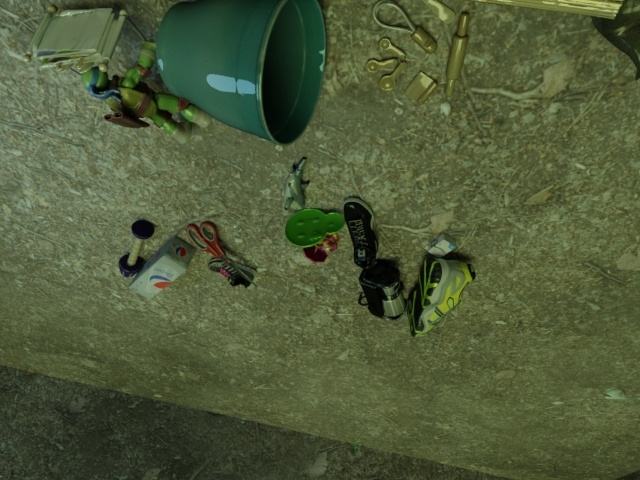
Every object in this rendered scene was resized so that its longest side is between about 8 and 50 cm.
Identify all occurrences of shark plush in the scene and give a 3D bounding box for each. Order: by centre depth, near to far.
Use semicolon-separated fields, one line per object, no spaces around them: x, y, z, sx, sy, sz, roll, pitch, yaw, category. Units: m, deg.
-0.062;-0.155;1.160;0.067;0.073;0.161;2;118;-17;shark plush

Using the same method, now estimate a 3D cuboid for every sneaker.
0.117;-0.007;1.201;0.079;0.121;0.217;-10;133;21;sneaker
0.370;0.200;1.352;0.147;0.145;0.385;0;144;-6;sneaker
-0.305;0.114;1.459;0.170;0.075;0.063;18;137;-6;sneaker

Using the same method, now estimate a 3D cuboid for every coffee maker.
0.181;0.159;1.363;0.171;0.120;0.178;-5;134;19;coffee maker

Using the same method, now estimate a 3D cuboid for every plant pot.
-0.157;-0.346;0.825;0.255;0.272;0.272;18;139;17;plant pot

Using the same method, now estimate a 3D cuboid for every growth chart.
-0.497;-0.406;0.862;0.237;0.172;0.021;11;163;18;growth chart

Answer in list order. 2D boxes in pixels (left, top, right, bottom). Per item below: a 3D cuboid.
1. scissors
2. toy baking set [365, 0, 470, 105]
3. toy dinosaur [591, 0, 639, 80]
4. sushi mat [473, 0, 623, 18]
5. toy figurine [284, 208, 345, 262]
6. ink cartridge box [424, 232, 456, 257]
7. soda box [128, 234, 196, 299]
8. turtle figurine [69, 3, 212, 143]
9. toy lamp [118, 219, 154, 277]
-0.323;0.058;1.407;0.108;0.021;0.297;-22;117;24;scissors
0.193;-0.388;0.850;0.196;0.030;0.256;9;137;4;toy baking set
0.514;-0.421;0.702;0.160;0.121;0.314;13;152;36;toy dinosaur
0.331;-0.441;0.674;0.316;0.019;0.151;17;149;17;sushi mat
0.000;0.000;1.259;0.173;0.130;0.159;-11;145;8;toy figurine
0.347;0.021;1.245;0.048;0.028;0.083;28;135;-16;ink cartridge box
-0.550;0.099;1.484;0.091;0.098;0.286;37;131;-25;soda box
-0.390;-0.354;0.968;0.266;0.275;0.198;24;110;-46;turtle figurine
-0.630;0.037;1.454;0.080;0.080;0.275;27;132;-15;toy lamp
